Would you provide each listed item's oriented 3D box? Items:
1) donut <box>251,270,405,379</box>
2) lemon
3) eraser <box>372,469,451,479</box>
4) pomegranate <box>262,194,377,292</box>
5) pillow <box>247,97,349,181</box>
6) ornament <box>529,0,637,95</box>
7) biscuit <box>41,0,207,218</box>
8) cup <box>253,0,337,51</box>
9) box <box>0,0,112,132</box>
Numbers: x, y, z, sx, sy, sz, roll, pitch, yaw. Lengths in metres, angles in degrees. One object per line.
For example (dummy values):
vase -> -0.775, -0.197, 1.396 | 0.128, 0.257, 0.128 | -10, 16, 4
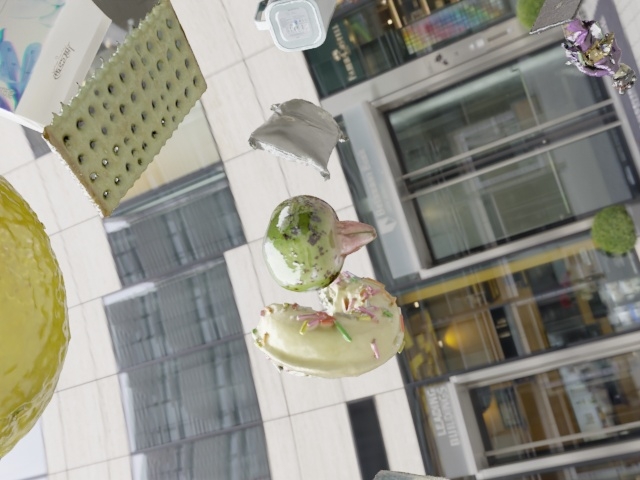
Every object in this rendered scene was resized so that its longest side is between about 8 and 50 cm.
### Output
donut -> 0.042, 0.196, 1.459 | 0.371, 0.307, 0.150 | -24, -55, -49
lemon -> -0.339, 0.059, 0.484 | 0.268, 0.268, 0.322 | -43, -58, -69
eraser -> 0.114, 0.477, 0.731 | 0.098, 0.096, 0.404 | -34, -58, -60
pomegranate -> 0.000, 0.000, 1.307 | 0.214, 0.248, 0.214 | -12, -90, -74
pillow -> -0.030, -0.200, 1.121 | 0.169, 0.059, 0.255 | 27, -152, -5
ornament -> 0.429, -0.310, 0.957 | 0.203, 0.088, 0.081 | 29, -103, -26
biscuit -> -0.207, -0.152, 0.686 | 0.231, 0.016, 0.139 | -62, -28, -30
cup -> -0.046, -0.374, 0.980 | 0.129, 0.128, 0.095 | -80, -21, -44
box -> -0.482, -0.300, 0.893 | 0.116, 0.274, 0.203 | 45, -111, -78
